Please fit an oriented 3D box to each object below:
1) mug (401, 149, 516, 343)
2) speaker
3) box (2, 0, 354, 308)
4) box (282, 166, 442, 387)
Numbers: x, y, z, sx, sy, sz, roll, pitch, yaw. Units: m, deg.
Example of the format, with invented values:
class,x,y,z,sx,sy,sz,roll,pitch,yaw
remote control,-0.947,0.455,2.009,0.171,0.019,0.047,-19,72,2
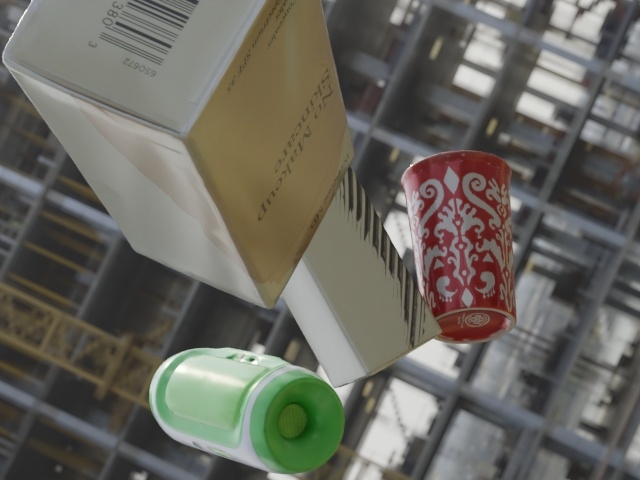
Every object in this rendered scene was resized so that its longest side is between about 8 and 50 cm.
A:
class,x,y,z,sx,sy,sz,roll,pitch,yaw
mug,0.154,0.016,1.493,0.150,0.113,0.169,32,-134,-48
speaker,-0.095,0.201,1.774,0.296,0.131,0.131,4,64,58
box,-0.073,-0.081,0.932,0.148,0.121,0.311,-63,-15,-13
box,0.000,0.000,1.441,0.094,0.275,0.113,-28,-2,-22
